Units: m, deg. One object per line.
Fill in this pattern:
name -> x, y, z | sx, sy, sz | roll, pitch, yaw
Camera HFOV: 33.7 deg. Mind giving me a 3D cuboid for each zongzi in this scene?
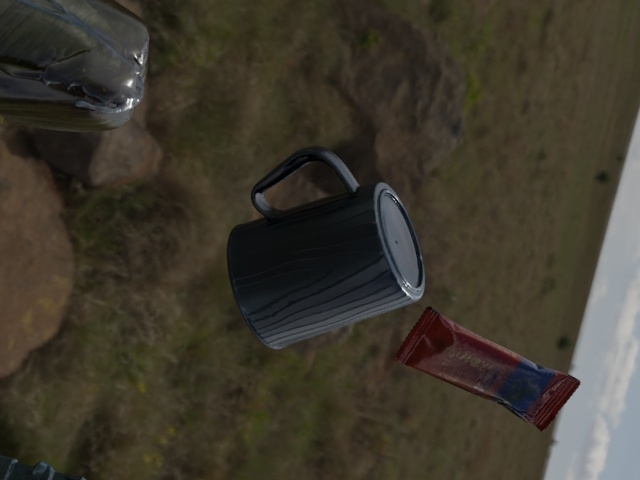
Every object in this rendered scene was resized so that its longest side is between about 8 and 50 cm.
zongzi -> -0.425, -0.160, 1.090 | 0.432, 0.403, 0.208 | -58, -176, -28

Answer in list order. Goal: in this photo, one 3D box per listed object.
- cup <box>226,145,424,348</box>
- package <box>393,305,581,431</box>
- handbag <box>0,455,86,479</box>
cup -> 0.000, 0.008, 0.897 | 0.150, 0.138, 0.113 | 56, 24, -35
package -> 0.189, 0.148, 1.201 | 0.083, 0.200, 0.022 | -59, -171, 30
handbag -> -0.388, 0.324, 1.219 | 0.062, 0.229, 0.179 | 71, 31, -50
